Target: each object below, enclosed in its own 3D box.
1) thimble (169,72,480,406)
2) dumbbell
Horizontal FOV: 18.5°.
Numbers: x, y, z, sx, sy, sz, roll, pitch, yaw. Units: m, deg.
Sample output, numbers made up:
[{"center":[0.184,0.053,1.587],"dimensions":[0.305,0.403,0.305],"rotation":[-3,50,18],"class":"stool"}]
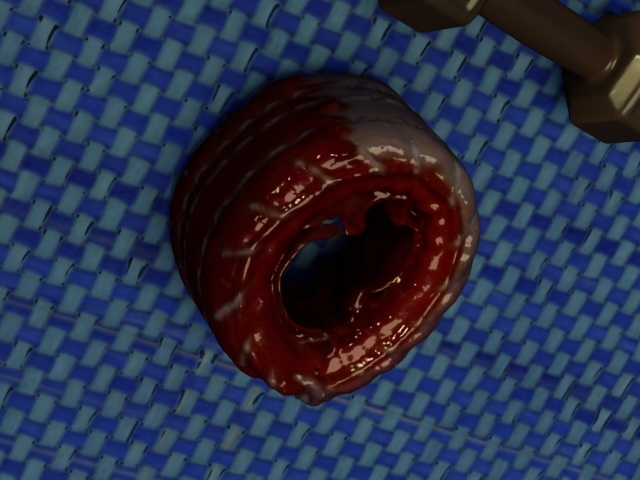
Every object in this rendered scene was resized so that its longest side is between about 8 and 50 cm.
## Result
[{"center":[0.001,-0.006,1.228],"dimensions":[0.163,0.125,0.190],"rotation":[29,102,-30],"class":"thimble"},{"center":[0.136,-0.139,1.243],"dimensions":[0.231,0.082,0.092],"rotation":[27,101,-33],"class":"dumbbell"}]
